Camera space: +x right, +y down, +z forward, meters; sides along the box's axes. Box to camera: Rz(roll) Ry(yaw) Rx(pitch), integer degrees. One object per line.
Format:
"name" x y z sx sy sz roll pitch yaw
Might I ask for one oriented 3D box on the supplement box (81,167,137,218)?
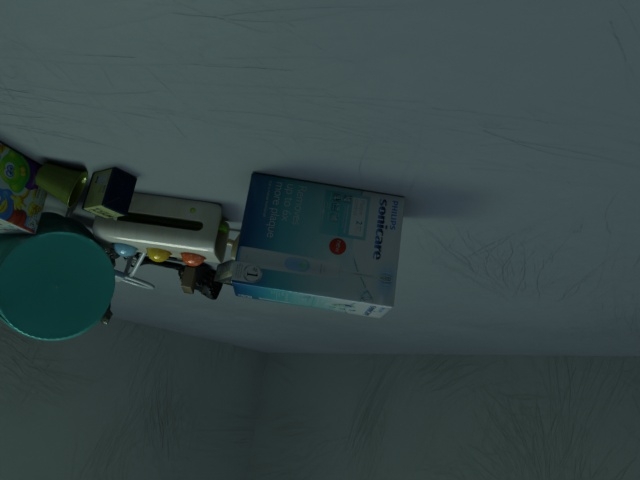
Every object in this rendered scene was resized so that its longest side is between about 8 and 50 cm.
"supplement box" -0.430 -0.095 1.180 0.083 0.083 0.056 -4 157 39

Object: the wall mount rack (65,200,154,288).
"wall mount rack" -0.577 0.015 1.517 0.350 0.130 0.304 22 162 -22

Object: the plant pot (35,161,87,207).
"plant pot" -0.531 -0.120 1.179 0.079 0.083 0.083 25 160 -9

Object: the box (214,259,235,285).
"box" -0.189 0.107 1.748 0.183 0.056 0.231 19 160 -30

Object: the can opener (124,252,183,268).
"can opener" -0.505 0.052 1.755 0.186 0.073 0.059 7 124 -4

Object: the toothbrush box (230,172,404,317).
"toothbrush box" -0.003 0.014 1.100 0.295 0.216 0.126 10 163 -2

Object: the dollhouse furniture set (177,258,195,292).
"dollhouse furniture set" -0.371 0.047 1.478 0.123 0.151 0.144 11 165 -6

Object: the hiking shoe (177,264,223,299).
"hiking shoe" -0.397 0.126 1.900 0.114 0.086 0.227 18 160 17

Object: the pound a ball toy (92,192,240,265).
"pound a ball toy" -0.331 -0.001 1.344 0.319 0.136 0.208 8 163 3

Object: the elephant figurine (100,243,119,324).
"elephant figurine" -0.713 0.125 1.751 0.169 0.239 0.186 19 160 -32

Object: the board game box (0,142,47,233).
"board game box" -0.684 -0.125 1.109 0.144 0.142 0.275 2 162 21

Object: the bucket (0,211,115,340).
"bucket" -0.604 0.082 1.296 0.281 0.281 0.183 22 178 -37
